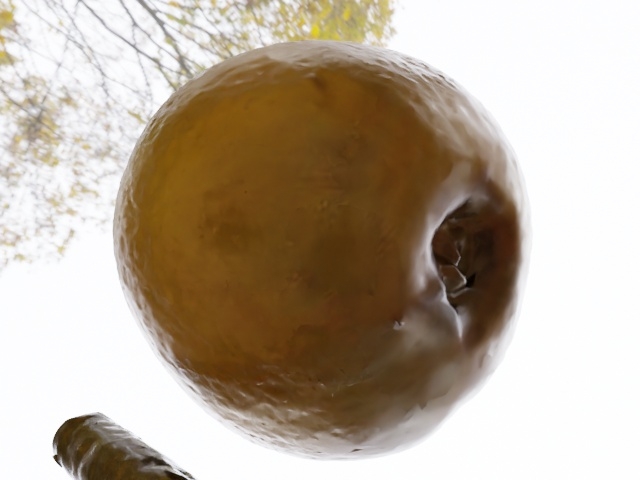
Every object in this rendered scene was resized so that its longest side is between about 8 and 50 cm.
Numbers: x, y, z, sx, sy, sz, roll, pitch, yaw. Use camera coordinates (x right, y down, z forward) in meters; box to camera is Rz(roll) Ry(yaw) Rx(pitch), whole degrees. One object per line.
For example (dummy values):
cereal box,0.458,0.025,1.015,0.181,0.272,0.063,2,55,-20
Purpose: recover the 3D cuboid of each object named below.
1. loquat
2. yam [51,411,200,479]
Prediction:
loquat,0.000,0.000,0.650,0.274,0.275,0.275,-2,-98,14
yam,-0.076,0.161,0.560,0.274,0.061,0.061,23,-92,51
